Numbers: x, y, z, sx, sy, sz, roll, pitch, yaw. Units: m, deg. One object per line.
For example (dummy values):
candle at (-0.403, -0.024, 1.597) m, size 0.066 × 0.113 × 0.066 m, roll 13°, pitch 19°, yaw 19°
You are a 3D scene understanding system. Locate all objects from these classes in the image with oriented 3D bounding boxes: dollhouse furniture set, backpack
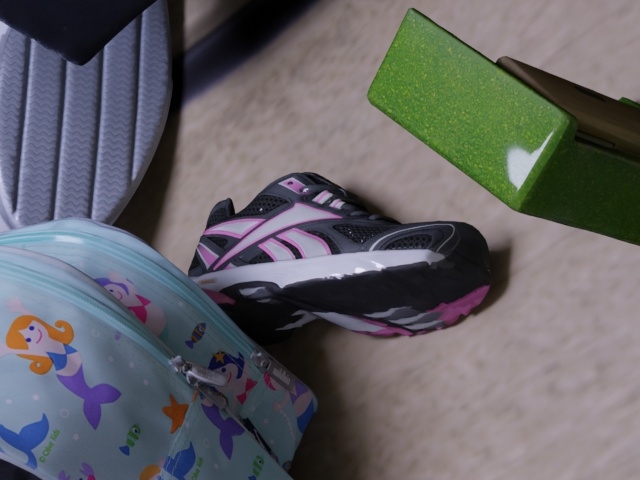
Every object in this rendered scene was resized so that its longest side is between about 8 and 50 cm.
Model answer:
dollhouse furniture set at (0.198, -0.054, 0.709) m, size 0.301 × 0.151 × 0.198 m, roll 40°, pitch 106°, yaw 41°
backpack at (-0.137, 0.100, 0.908) m, size 0.225 × 0.253 × 0.191 m, roll -13°, pitch 50°, yaw 41°

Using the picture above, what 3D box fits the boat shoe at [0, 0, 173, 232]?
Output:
boat shoe at (-0.143, -0.126, 1.089) m, size 0.094 × 0.109 × 0.302 m, roll -24°, pitch 54°, yaw 53°

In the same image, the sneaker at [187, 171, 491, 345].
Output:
sneaker at (0.000, 0.000, 0.936) m, size 0.178 × 0.072 × 0.077 m, roll -6°, pitch 64°, yaw 36°

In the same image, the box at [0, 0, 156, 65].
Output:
box at (-0.098, -0.435, 0.924) m, size 0.471 × 0.297 × 0.480 m, roll -36°, pitch 52°, yaw 18°
